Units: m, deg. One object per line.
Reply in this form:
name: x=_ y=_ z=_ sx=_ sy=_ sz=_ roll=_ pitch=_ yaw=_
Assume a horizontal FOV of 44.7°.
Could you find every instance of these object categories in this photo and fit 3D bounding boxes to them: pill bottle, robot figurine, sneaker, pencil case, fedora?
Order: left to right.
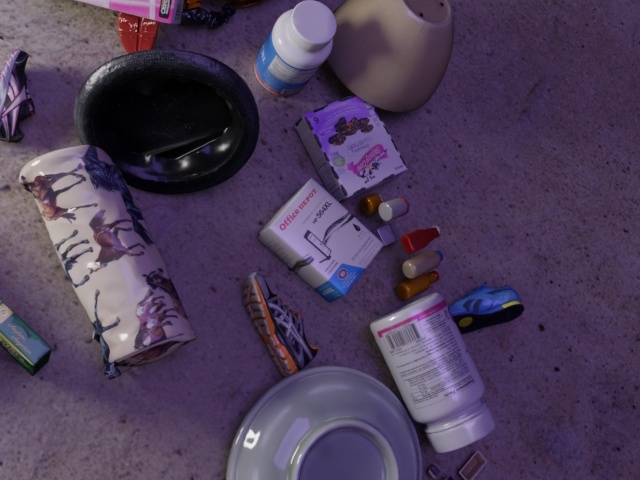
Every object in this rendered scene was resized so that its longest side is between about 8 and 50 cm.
sneaker: x=-0.561 y=-0.259 z=1.432 sx=0.077 sy=0.072 sz=0.178 roll=19 pitch=78 yaw=-28
pencil case: x=-0.380 y=0.030 z=1.362 sx=0.183 sy=0.160 sz=0.410 roll=-28 pitch=84 yaw=18
sneaker: x=-0.342 y=-0.479 z=1.555 sx=0.087 sy=0.128 sz=0.221 roll=9 pitch=109 yaw=6
fedora: x=-0.280 y=-0.244 z=1.459 sx=0.334 sy=0.334 sz=0.152 roll=18 pitch=35 yaw=-16
robot figurine: x=-0.197 y=-0.562 z=1.608 sx=0.291 sy=0.085 sz=0.211 roll=-25 pitch=116 yaw=-24
sneaker: x=-0.079 y=0.154 z=1.497 sx=0.083 sy=0.084 sz=0.215 roll=-28 pitch=98 yaw=-24
pill bottle: x=-0.048 y=-0.389 z=1.566 sx=0.124 sy=0.221 sz=0.124 roll=5 pitch=74 yaw=-20
pill bottle: x=0.225 y=0.261 z=1.538 sx=0.160 sy=0.160 sz=0.283 roll=-23 pitch=86 yaw=-24
sneaker: x=0.330 y=0.143 z=1.670 sx=0.209 sy=0.069 sz=0.082 roll=-11 pitch=48 yaw=-14

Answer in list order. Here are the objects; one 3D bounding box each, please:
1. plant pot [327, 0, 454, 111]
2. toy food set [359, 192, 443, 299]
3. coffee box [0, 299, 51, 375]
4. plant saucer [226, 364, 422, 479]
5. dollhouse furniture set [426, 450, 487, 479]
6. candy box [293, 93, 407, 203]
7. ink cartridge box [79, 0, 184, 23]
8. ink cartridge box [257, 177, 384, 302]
plant pot: x=0.171 y=-0.444 z=1.643 sx=0.284 sy=0.191 sz=0.284 roll=14 pitch=56 yaw=-22
toy food set: x=0.182 y=-0.006 z=1.622 sx=0.104 sy=0.111 sz=0.232 roll=-22 pitch=84 yaw=-36
coffee box: x=-0.496 y=0.164 z=1.275 sx=0.113 sy=0.184 sz=0.040 roll=46 pitch=65 yaw=-5
plant saucer: x=0.031 y=0.433 z=1.429 sx=0.400 sy=0.100 sz=0.400 roll=3 pitch=82 yaw=-23
dollhouse furniture set: x=0.289 y=0.456 z=1.556 sx=0.114 sy=0.081 sz=0.091 roll=-41 pitch=93 yaw=-24
candy box: x=0.065 y=-0.196 z=1.642 sx=0.165 sy=0.070 sz=0.196 roll=-26 pitch=86 yaw=-25
ink cartridge box: x=-0.428 y=-0.533 z=1.448 sx=0.371 sy=0.069 sz=0.176 roll=15 pitch=106 yaw=3
ink cartridge box: x=0.000 y=0.000 z=1.560 sx=0.203 sy=0.086 sz=0.148 roll=42 pitch=66 yaw=-7
